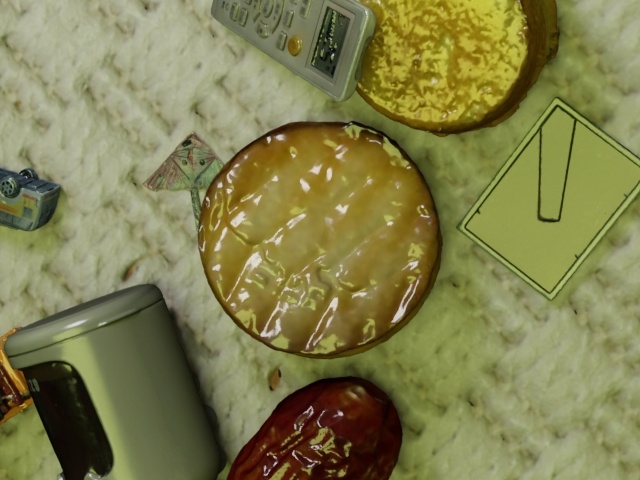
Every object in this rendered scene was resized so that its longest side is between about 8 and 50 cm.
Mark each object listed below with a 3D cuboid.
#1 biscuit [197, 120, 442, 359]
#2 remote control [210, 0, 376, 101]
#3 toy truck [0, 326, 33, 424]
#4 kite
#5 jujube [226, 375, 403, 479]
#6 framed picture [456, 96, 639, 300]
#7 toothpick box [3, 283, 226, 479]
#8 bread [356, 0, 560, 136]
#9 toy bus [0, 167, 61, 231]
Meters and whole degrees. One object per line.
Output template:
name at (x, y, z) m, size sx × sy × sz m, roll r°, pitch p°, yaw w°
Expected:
biscuit at (0.000, 0.000, 1.658) m, size 0.297 × 0.102 × 0.296 m, roll 0°, pitch 77°, yaw 2°
remote control at (-0.033, -0.267, 1.603) m, size 0.313 × 0.055 × 0.109 m, roll 40°, pitch 119°, yaw 45°
toy truck at (-0.501, 0.229, 1.844) m, size 0.270 × 0.135 × 0.114 m, roll -32°, pitch 87°, yaw 13°
kite at (-0.166, -0.065, 1.770) m, size 0.137 × 0.005 × 0.152 m, roll 5°, pitch 100°, yaw 17°
jujube at (-0.011, 0.277, 1.694) m, size 0.174 × 0.174 × 0.250 m, roll 46°, pitch 106°, yaw 4°
framed picture at (0.281, -0.049, 1.649) m, size 0.150 × 0.015 × 0.203 m, roll 38°, pitch 106°, yaw 7°
toothpick box at (-0.241, 0.227, 1.740) m, size 0.229 × 0.229 × 0.316 m, roll -20°, pitch 95°, yaw 17°
bread at (0.139, -0.238, 1.593) m, size 0.269 × 0.146 × 0.268 m, roll 4°, pitch 103°, yaw 16°
toy bus at (-0.443, -0.067, 1.815) m, size 0.191 × 0.064 × 0.075 m, roll 17°, pitch 108°, yaw 12°
